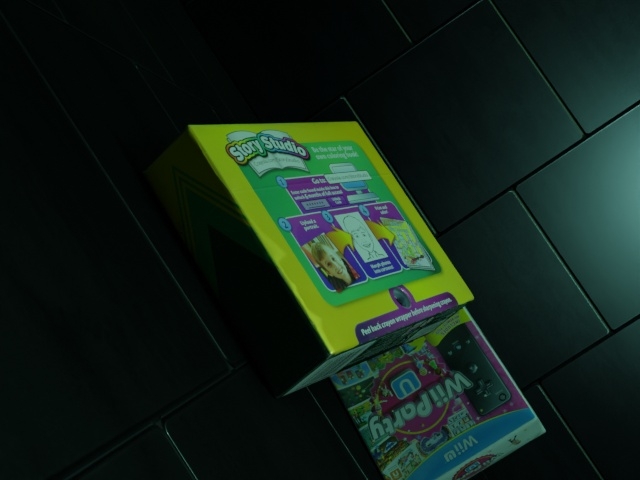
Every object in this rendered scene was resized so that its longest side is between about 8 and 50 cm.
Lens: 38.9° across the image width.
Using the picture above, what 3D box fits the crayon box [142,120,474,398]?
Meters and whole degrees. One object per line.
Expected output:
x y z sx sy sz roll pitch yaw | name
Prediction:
0.000 0.000 1.149 0.363 0.106 0.313 -11 64 -55 | crayon box

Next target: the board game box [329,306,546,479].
0.144 0.198 1.307 0.303 0.224 0.097 59 5 30 | board game box
